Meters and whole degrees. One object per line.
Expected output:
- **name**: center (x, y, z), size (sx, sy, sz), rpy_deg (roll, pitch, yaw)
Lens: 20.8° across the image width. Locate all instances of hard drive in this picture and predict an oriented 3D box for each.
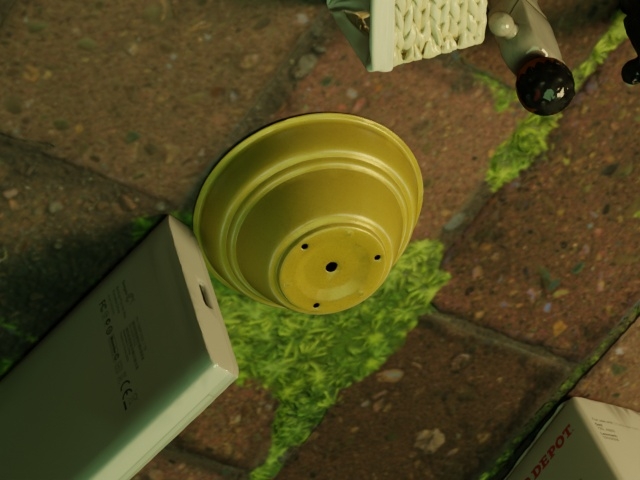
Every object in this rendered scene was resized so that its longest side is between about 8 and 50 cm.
- **hard drive**: center (-0.207, 0.144, 1.533), size (0.040, 0.203, 0.307), rpy_deg (32, 113, -36)

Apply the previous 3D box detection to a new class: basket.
- **basket**: center (0.069, -0.234, 1.377), size (0.103, 0.113, 0.167), rpy_deg (-12, 131, -14)

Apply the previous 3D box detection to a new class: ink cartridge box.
- **ink cartridge box**: center (0.301, 0.331, 1.806), size (0.117, 0.278, 0.201), rpy_deg (15, 122, -31)

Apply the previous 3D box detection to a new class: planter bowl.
- **planter bowl**: center (0.000, 0.000, 1.559), size (0.217, 0.090, 0.217), rpy_deg (-9, 130, -10)

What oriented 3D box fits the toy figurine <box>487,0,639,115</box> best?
- **toy figurine**: center (0.246, -0.199, 1.416), size (0.210, 0.148, 0.213), rpy_deg (-4, 141, -15)
